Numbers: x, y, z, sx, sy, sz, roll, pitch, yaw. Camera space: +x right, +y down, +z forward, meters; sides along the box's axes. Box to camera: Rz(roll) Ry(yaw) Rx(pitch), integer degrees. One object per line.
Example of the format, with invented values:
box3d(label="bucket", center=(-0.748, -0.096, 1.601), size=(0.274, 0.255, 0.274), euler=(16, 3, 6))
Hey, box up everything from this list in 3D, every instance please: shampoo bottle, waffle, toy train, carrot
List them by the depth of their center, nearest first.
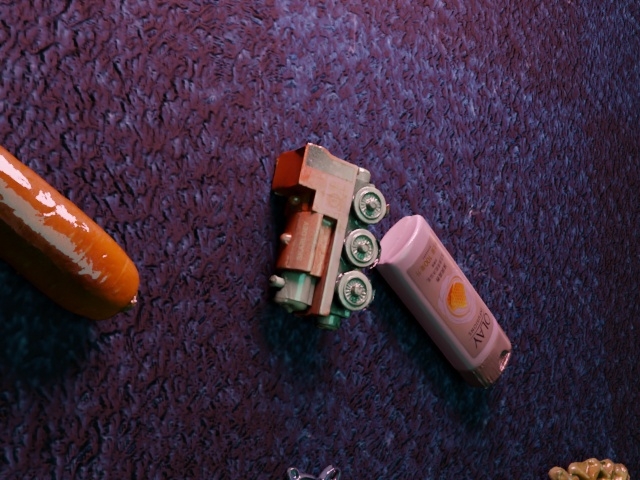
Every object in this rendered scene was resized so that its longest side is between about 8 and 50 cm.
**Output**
box3d(label="carrot", center=(-0.223, -0.018, 0.511), size=(0.225, 0.067, 0.067), euler=(48, 56, -24))
box3d(label="toy train", center=(0.000, 0.000, 0.703), size=(0.118, 0.074, 0.175), euler=(20, 76, -27))
box3d(label="shampoo bottle", center=(0.152, 0.078, 0.828), size=(0.227, 0.056, 0.086), euler=(52, 56, -23))
box3d(label="waffle", center=(0.382, 0.428, 0.981), size=(0.204, 0.054, 0.223), euler=(8, 76, -40))

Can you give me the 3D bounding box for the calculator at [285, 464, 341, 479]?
box3d(label="calculator", center=(0.009, 0.283, 0.699), size=(0.141, 0.019, 0.094), euler=(40, 59, -28))
